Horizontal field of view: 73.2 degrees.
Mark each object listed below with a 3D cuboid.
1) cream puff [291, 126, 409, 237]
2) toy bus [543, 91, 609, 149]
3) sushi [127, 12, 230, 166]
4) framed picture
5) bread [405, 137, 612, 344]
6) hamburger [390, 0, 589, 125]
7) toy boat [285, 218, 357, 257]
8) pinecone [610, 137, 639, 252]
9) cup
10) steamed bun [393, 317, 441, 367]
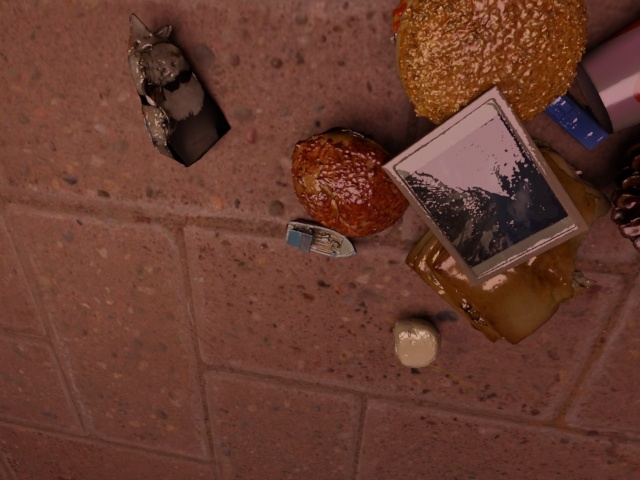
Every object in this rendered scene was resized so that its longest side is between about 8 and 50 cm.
[{"bbox_3d":[0.046,-0.101,0.811,0.164,0.240,0.240,-47,106,-15],"label":"cream puff"},{"bbox_3d":[0.431,-0.222,0.750,0.153,0.061,0.051,34,126,-13],"label":"toy bus"},{"bbox_3d":[-0.311,-0.289,0.842,0.109,0.134,0.272,9,138,43],"label":"sushi"},{"bbox_3d":[0.262,-0.072,0.693,0.209,0.019,0.281,-36,105,26],"label":"framed picture"},{"bbox_3d":[0.378,0.033,0.837,0.314,0.191,0.370,41,118,-11],"label":"bread"},{"bbox_3d":[0.251,-0.308,0.669,0.276,0.179,0.294,-30,110,24],"label":"hamburger"},{"bbox_3d":[0.000,0.000,0.971,0.173,0.058,0.069,16,122,2],"label":"toy boat"},{"bbox_3d":[0.593,-0.084,0.673,0.246,0.292,0.246,40,150,29],"label":"pinecone"},{"bbox_3d":[0.545,-0.285,0.618,0.289,0.203,0.203,-28,111,28],"label":"cup"},{"bbox_3d":[0.233,0.239,1.043,0.113,0.091,0.129,-9,115,12],"label":"steamed bun"}]
